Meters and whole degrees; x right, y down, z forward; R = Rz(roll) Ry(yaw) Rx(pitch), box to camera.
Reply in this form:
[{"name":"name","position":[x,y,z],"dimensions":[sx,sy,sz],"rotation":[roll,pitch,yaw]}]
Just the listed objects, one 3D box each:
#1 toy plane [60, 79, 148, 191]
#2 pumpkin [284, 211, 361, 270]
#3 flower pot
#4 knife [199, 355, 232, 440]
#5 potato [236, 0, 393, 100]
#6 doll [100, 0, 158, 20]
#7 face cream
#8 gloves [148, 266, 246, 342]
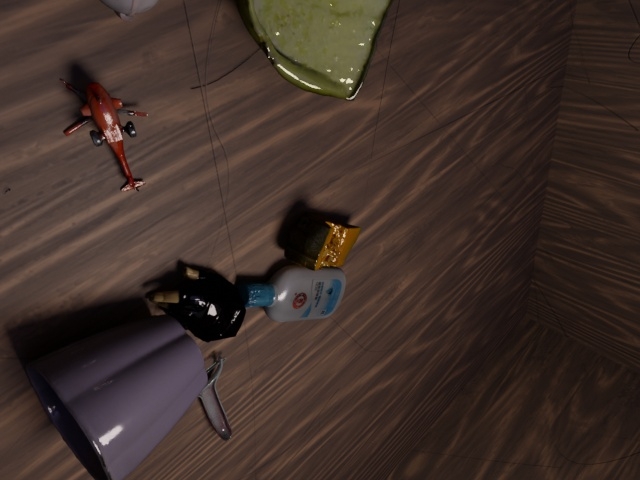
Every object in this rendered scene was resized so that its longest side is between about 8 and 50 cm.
[{"name":"toy plane","position":[-0.345,-0.159,0.687],"dimensions":[0.126,0.077,0.194],"rotation":[-5,125,-33]},{"name":"pumpkin","position":[-0.001,-0.001,1.088],"dimensions":[0.248,0.126,0.131],"rotation":[9,99,-66]},{"name":"flower pot","position":[-0.361,0.279,0.796],"dimensions":[0.243,0.265,0.265],"rotation":[-29,131,-43]},{"name":"knife","position":[-0.273,0.420,1.096],"dimensions":[0.123,0.053,0.278],"rotation":[-32,133,-34]},{"name":"potato","position":[-0.024,-0.462,0.760],"dimensions":[0.280,0.213,0.330],"rotation":[9,116,-28]},{"name":"doll","position":[-0.267,-0.447,0.547],"dimensions":[0.151,0.151,0.287],"rotation":[-20,128,-36]},{"name":"face cream","position":[-0.072,0.140,1.114],"dimensions":[0.336,0.080,0.163],"rotation":[7,108,-47]},{"name":"gloves","position":[-0.266,0.141,0.908],"dimensions":[0.203,0.124,0.164],"rotation":[10,86,-55]}]
